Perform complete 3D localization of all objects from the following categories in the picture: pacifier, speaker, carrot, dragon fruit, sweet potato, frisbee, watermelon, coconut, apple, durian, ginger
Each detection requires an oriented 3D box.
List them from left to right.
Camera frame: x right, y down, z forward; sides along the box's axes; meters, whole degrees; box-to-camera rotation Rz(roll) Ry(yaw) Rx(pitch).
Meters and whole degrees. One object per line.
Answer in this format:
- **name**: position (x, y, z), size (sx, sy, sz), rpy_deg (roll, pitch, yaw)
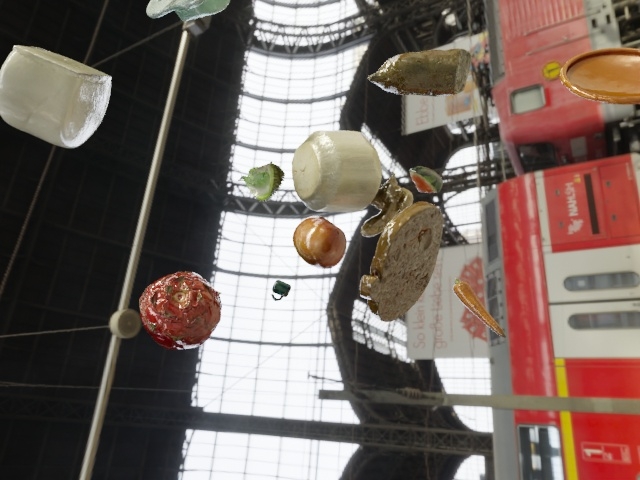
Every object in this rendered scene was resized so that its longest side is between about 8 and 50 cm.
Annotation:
- **dragon fruit**: position (-0.402, 0.201, 1.357), size (0.241, 0.252, 0.240), rpy_deg (14, -110, -44)
- **pacifier**: position (-0.383, -0.774, 1.321), size (0.269, 0.344, 0.288), rpy_deg (56, -131, -47)
- **durian**: position (-0.161, -0.169, 1.317), size (0.100, 0.215, 0.086), rpy_deg (48, -119, -18)
- **speaker**: position (-0.168, 0.210, 1.966), size (0.094, 0.076, 0.060), rpy_deg (-67, 0, -62)
- **apple**: position (0.000, 0.000, 1.783), size (0.210, 0.173, 0.235), rpy_deg (22, -162, -42)
- **coconut**: position (0.060, -0.198, 1.354), size (0.266, 0.237, 0.237), rpy_deg (0, -99, -30)
- **ginger**: position (0.186, -0.098, 1.396), size (0.214, 0.133, 0.059), rpy_deg (-44, -34, -7)
- **sweet potato**: position (0.335, -0.562, 1.580), size (0.158, 0.370, 0.157), rpy_deg (178, 90, -87)
- **watermelon**: position (0.404, -0.219, 1.797), size (0.125, 0.094, 0.135), rpy_deg (8, -139, -36)
- **carrot**: position (0.540, 0.234, 1.609), size (0.061, 0.061, 0.256), rpy_deg (20, -149, -57)
- **frisbee**: position (0.526, -0.284, 0.827), size (0.035, 0.192, 0.192), rpy_deg (77, -155, -44)

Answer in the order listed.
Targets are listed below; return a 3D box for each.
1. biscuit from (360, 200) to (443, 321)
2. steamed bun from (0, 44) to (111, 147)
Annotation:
- **biscuit**: position (0.213, 0.070, 1.272), size (0.314, 0.063, 0.367), rpy_deg (-27, -45, -34)
- **steamed bun**: position (-0.528, -0.281, 0.937), size (0.146, 0.164, 0.241), rpy_deg (23, -166, -14)
